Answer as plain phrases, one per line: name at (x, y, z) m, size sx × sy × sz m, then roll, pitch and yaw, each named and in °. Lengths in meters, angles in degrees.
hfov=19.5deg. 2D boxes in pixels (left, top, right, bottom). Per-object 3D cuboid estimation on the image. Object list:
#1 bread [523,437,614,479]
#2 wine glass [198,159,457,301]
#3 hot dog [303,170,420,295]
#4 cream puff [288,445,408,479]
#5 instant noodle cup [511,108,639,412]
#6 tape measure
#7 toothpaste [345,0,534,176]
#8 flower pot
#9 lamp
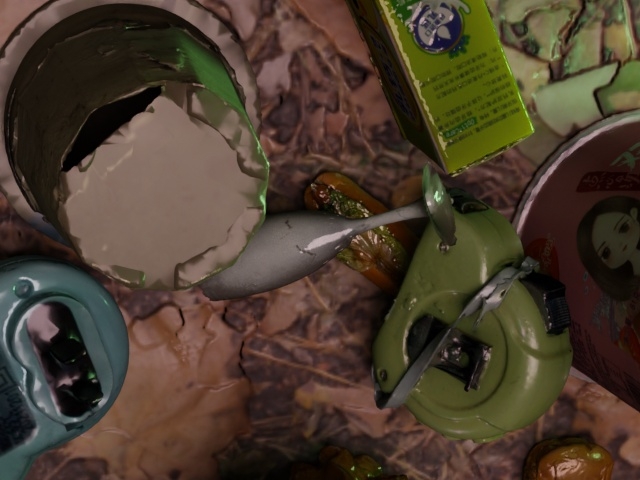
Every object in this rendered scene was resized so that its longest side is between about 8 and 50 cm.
bread at (0.206, 0.202, 1.554) m, size 0.081 × 0.046 × 0.083 m, roll 34°, pitch 95°, yaw -24°
wine glass at (0.000, 0.000, 1.386) m, size 0.198 × 0.066 × 0.066 m, roll -17°, pitch 114°, yaw 22°
hot dog at (0.036, -0.003, 1.446) m, size 0.133 × 0.041 × 0.056 m, roll 42°, pitch 93°, yaw -22°
cream puff at (0.022, 0.226, 1.489) m, size 0.122 × 0.094 × 0.116 m, roll 8°, pitch 108°, yaw -22°
instant noodle cup at (0.289, 0.038, 1.425) m, size 0.243 × 0.231 × 0.243 m, roll -4°, pitch 107°, yaw -13°
tape measure at (0.115, 0.075, 1.415) m, size 0.087 × 0.154 × 0.177 m, roll -15°, pitch 135°, yaw -57°
toothpaste at (0.052, -0.211, 1.347) m, size 0.077 × 0.110 × 0.327 m, roll -27°, pitch 112°, yaw -7°
flower pot at (-0.126, -0.068, 1.302) m, size 0.212 × 0.202 × 0.212 m, roll -3°, pitch 104°, yaw -13°
lamp at (-0.277, 0.108, 1.342) m, size 0.284 × 0.147 × 0.209 m, roll -19°, pitch 113°, yaw 1°
